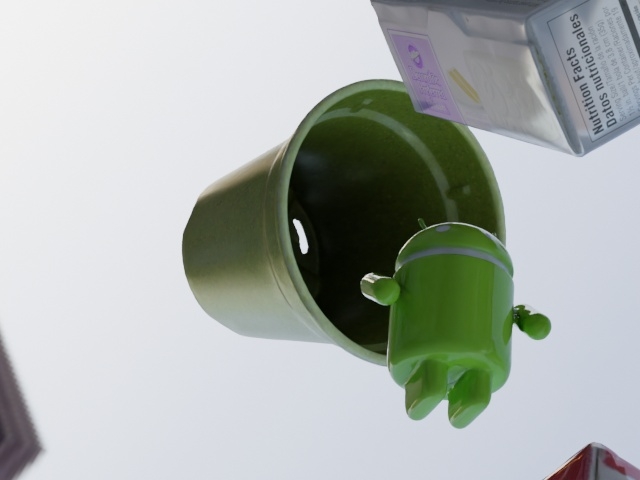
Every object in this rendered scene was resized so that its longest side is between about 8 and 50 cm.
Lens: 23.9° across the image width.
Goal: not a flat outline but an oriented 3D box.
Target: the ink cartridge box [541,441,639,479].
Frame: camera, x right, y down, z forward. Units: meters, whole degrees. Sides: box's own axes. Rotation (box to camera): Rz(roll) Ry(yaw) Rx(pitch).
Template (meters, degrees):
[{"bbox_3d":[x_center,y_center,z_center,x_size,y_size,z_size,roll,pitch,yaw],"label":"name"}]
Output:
[{"bbox_3d":[0.062,0.233,0.472,0.306,0.226,0.131,-43,-158,34],"label":"ink cartridge box"}]

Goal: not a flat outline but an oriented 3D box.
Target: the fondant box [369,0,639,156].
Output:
[{"bbox_3d":[0.229,-0.182,0.989,0.330,0.096,0.238,-28,-161,-13],"label":"fondant box"}]

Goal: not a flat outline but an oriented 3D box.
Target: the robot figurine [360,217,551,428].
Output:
[{"bbox_3d":[0.071,0.041,0.820,0.067,0.101,0.115,116,-17,-58],"label":"robot figurine"}]

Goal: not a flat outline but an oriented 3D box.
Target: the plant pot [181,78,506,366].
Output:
[{"bbox_3d":[0.000,0.000,1.522,0.254,0.276,0.276,-14,-131,52],"label":"plant pot"}]
